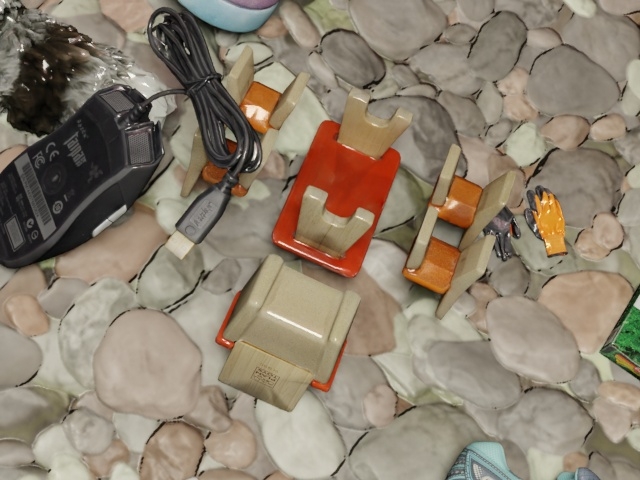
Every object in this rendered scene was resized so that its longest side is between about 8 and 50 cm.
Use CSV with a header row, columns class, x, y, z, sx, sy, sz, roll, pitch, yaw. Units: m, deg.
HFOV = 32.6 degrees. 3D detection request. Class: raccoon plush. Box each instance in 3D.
class,x,y,z,sx,sy,sz,roll,pitch,yaw
raccoon plush,-0.305,-0.267,0.861,0.446,0.299,0.216,15,66,-7

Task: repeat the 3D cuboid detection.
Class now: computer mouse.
class,x,y,z,sx,sy,sz,roll,pitch,yaw
computer mouse,-0.152,-0.041,0.876,0.262,0.060,0.184,-42,61,15

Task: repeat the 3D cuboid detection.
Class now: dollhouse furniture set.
class,x,y,z,sx,sy,sz,roll,pitch,yaw
dollhouse furniture set,0.000,0.000,0.941,0.262,0.135,0.259,25,55,-2

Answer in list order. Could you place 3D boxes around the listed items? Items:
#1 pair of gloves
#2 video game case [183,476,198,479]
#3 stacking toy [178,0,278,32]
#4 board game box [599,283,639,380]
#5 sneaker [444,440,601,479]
class,x,y,z,sx,sy,sz,roll,pitch,yaw
pair of gloves,0.191,-0.017,1.031,0.083,0.010,0.074,-4,70,-13
video game case,-0.124,0.295,0.785,0.193,0.023,0.212,-10,69,-46
stacking toy,-0.105,-0.346,1.066,0.309,0.130,0.279,52,41,4
board game box,0.398,0.126,1.012,0.259,0.030,0.136,35,68,3
sneaker,0.225,0.250,0.884,0.283,0.110,0.122,25,63,-2
